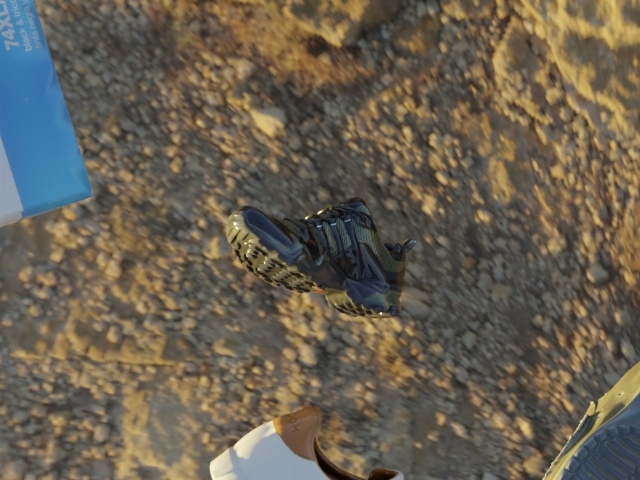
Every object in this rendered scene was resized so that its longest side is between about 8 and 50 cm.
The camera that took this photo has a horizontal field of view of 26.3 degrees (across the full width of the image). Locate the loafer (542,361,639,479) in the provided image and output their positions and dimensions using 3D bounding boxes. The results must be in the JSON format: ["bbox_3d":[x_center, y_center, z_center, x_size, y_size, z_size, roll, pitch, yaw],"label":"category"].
[{"bbox_3d":[0.268,0.182,1.191,0.251,0.087,0.094,-42,89,-25],"label":"loafer"}]

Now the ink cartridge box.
[{"bbox_3d":[-0.358,-0.082,1.071,0.270,0.198,0.197,-19,96,-28],"label":"ink cartridge box"}]

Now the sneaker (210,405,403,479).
[{"bbox_3d":[0.044,0.260,1.082,0.123,0.106,0.290,-36,94,0],"label":"sneaker"}]

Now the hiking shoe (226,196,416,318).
[{"bbox_3d":[0.000,0.000,1.447,0.086,0.227,0.114,-10,59,52],"label":"hiking shoe"}]
